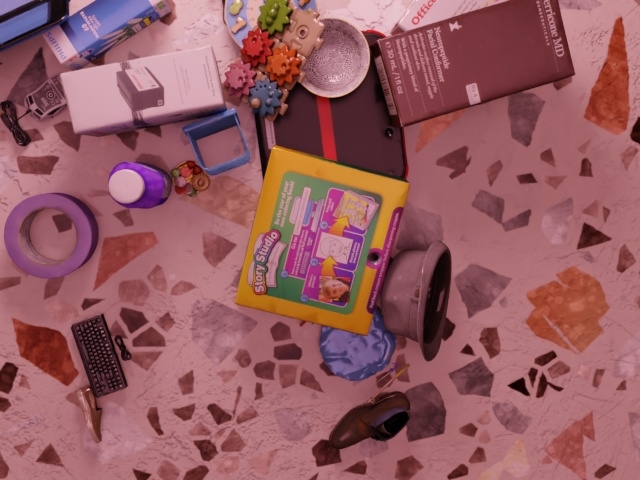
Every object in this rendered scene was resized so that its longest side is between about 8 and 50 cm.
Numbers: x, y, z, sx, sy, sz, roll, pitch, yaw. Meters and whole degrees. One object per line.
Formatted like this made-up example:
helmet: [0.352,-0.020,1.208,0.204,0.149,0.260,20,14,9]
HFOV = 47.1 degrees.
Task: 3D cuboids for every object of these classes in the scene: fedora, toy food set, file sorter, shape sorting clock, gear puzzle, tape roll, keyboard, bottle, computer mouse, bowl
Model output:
fedora: [0.214,0.131,1.691,0.124,0.244,0.275,9,98,23]
toy food set: [-0.303,-0.142,1.692,0.083,0.020,0.083,-27,98,-2]
file sorter: [-0.220,-0.210,1.613,0.118,0.170,0.104,-21,92,-3]
shape sorting clock: [-0.109,-0.505,1.625,0.206,0.040,0.206,0,96,-3]
gear puzzle: [-0.084,-0.432,1.562,0.175,0.044,0.338,38,109,21]
tape roll: [-0.601,-0.013,1.647,0.189,0.080,0.188,-1,96,-5]
keyboard: [-0.498,0.263,1.701,0.108,0.023,0.180,-19,93,-17]
bottle: [-0.387,-0.117,1.555,0.118,0.283,0.092,17,94,-5]
computer mouse: [-0.618,-0.302,1.639,0.193,0.042,0.106,-31,93,4]
bowl: [0.022,-0.398,1.617,0.170,0.080,0.170,0,96,0]

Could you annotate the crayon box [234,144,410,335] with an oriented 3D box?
crayon box: [0.000,0.000,1.656,0.313,0.106,0.362,15,100,-2]

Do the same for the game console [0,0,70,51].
game console: [-0.694,-0.505,1.542,0.293,0.173,0.250,-26,97,-2]

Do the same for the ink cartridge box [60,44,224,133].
ink cartridge box: [-0.365,-0.312,1.568,0.308,0.223,0.129,-12,97,-4]

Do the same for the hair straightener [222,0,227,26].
hair straightener: [-0.208,-0.566,1.654,0.089,0.047,0.230,-18,101,-3]

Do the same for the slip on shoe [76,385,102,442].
slip on shoe: [-0.528,0.405,1.713,0.041,0.051,0.135,-18,91,-15]

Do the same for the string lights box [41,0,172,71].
string lights box: [-0.457,-0.473,1.589,0.260,0.133,0.076,-33,98,-1]

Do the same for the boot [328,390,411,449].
boot: [0.119,0.438,1.745,0.219,0.106,0.082,-33,97,-2]

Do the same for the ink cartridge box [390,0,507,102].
ink cartridge box: [0.330,-0.475,1.671,0.278,0.117,0.201,37,92,-8]

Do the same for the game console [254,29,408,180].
game console: [0.021,-0.280,1.699,0.342,0.060,0.386,-7,95,1]

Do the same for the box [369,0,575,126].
box: [0.316,-0.380,1.554,0.382,0.143,0.191,-18,100,-1]

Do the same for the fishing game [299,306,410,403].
fishing game: [0.088,0.241,1.759,0.264,0.041,0.189,45,82,-2]
